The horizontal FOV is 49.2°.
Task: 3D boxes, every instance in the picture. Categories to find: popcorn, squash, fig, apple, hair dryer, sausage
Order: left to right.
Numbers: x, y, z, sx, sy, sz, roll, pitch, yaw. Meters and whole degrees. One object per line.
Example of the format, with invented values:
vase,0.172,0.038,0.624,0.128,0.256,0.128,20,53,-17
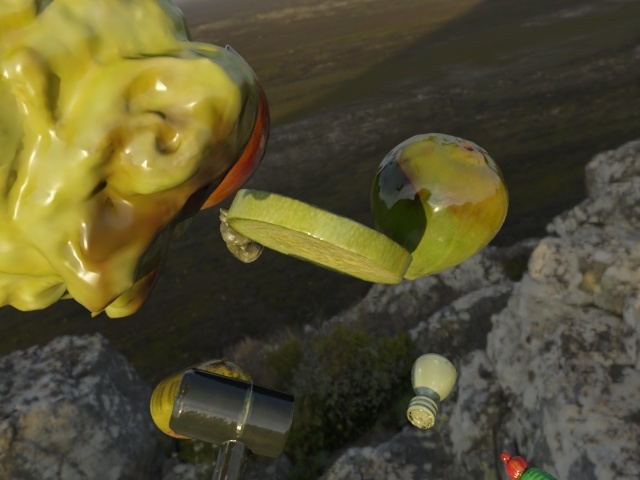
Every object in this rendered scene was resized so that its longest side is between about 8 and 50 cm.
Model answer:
popcorn,-0.218,-0.092,0.523,0.312,0.312,0.312,-11,23,5
sausage,-0.207,0.276,1.203,0.123,0.123,0.347,-28,-1,-32
apple,-0.218,-0.203,1.405,0.179,0.346,0.254,37,10,14
hair dryer,-0.106,0.244,0.705,0.124,0.071,0.219,14,60,-7
squash,0.000,0.000,0.917,0.252,0.252,0.049,13,78,46
fig,0.167,-0.055,1.081,0.230,0.207,0.207,-38,11,28

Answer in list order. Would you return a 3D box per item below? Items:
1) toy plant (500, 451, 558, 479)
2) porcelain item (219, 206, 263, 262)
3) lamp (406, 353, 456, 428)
toy plant,0.514,0.587,1.590,0.088,0.155,0.240,-34,25,-19
porcelain item,-0.175,-0.017,1.488,0.069,0.216,0.081,-42,74,-10
lamp,0.246,0.334,1.579,0.106,0.106,0.193,-2,28,24
